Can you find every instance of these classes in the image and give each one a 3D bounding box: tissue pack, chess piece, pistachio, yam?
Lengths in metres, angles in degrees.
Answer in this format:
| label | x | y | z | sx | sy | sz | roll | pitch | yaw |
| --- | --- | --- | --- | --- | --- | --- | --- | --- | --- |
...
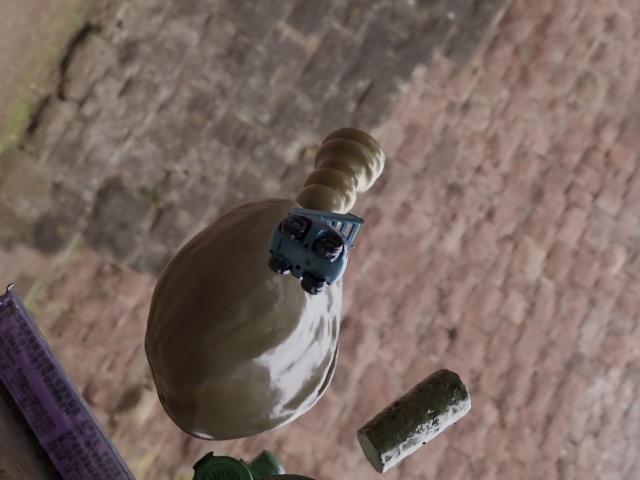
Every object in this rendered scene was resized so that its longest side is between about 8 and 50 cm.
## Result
| label | x | y | z | sx | sy | sz | roll | pitch | yaw |
| --- | --- | --- | --- | --- | --- | --- | --- | --- | --- |
| tissue pack | -0.340 | 0.243 | 1.766 | 0.122 | 0.361 | 0.259 | -31 | -177 | -28 |
| chess piece | 0.018 | -0.075 | 1.987 | 0.094 | 0.094 | 0.170 | -56 | -178 | 39 |
| pistachio | -0.067 | 0.078 | 1.463 | 0.288 | 0.197 | 0.166 | -55 | 173 | -40 |
| yam | 0.124 | 0.245 | 1.983 | 0.179 | 0.078 | 0.078 | -33 | 170 | -31 |

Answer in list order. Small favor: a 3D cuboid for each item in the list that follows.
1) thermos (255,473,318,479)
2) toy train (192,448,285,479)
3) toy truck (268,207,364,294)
| label | x | y | z | sx | sy | sz | roll | pitch | yaw |
| --- | --- | --- | --- | --- | --- | --- | --- | --- | --- |
| thermos | -0.060 | 0.351 | 1.497 | 0.176 | 0.146 | 0.265 | 66 | -27 | 28 |
| toy train | -0.133 | 0.408 | 1.950 | 0.266 | 0.202 | 0.145 | -41 | 165 | -2 |
| toy truck | 0.000 | 0.000 | 1.295 | 0.090 | 0.073 | 0.056 | -42 | 159 | -55 |
